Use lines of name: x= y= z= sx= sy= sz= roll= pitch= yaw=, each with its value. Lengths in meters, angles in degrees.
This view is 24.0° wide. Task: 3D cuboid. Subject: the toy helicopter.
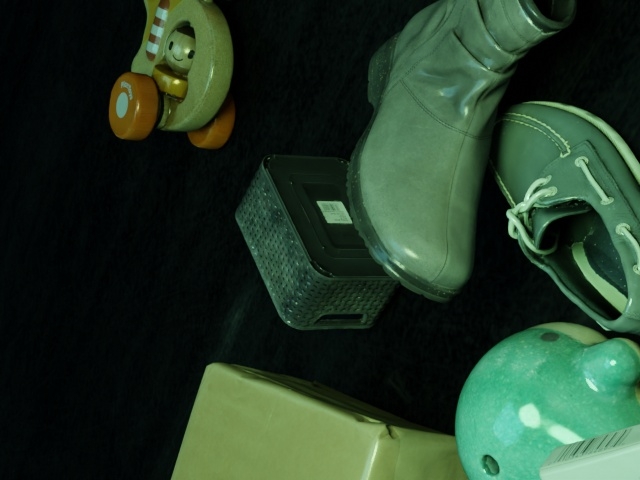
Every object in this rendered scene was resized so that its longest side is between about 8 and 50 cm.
toy helicopter: x=-0.184 y=-0.300 z=1.891 sx=0.235 sy=0.140 sz=0.355 roll=-54 pitch=44 yaw=39

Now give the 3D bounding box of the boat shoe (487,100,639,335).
boat shoe: x=0.216 y=-0.026 z=1.285 sx=0.319 sy=0.099 sz=0.116 roll=54 pitch=136 yaw=45

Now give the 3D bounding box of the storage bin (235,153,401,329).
storage bin: x=0.000 y=0.000 z=1.602 sx=0.084 sy=0.122 sz=0.180 roll=-59 pitch=43 yaw=39

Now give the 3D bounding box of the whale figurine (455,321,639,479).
whale figurine: x=0.221 y=0.182 z=1.224 sx=0.272 sy=0.141 sz=0.216 roll=32 pitch=130 yaw=41

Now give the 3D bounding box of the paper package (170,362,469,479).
paper package: x=-0.017 y=0.305 z=1.443 sx=0.309 sy=0.168 sz=0.324 roll=14 pitch=88 yaw=52

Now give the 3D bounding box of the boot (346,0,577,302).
boot: x=0.131 y=-0.129 z=1.313 sx=0.223 sy=0.118 sz=0.338 roll=-44 pitch=34 yaw=39

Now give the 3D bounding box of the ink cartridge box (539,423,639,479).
ink cartridge box: x=0.306 y=0.226 z=1.105 sx=0.223 sy=0.045 sz=0.224 roll=-24 pitch=100 yaw=39
